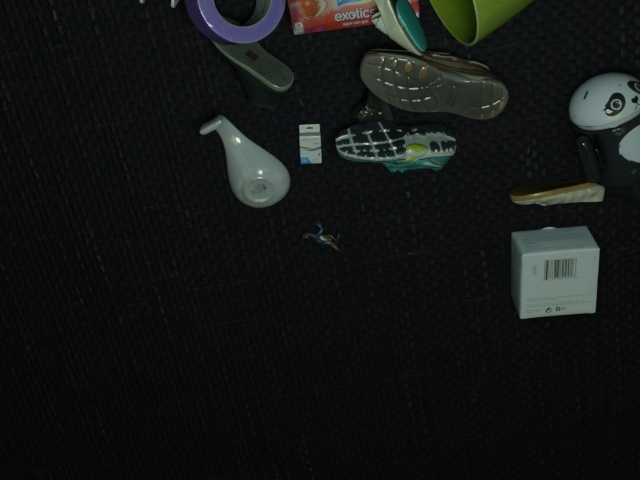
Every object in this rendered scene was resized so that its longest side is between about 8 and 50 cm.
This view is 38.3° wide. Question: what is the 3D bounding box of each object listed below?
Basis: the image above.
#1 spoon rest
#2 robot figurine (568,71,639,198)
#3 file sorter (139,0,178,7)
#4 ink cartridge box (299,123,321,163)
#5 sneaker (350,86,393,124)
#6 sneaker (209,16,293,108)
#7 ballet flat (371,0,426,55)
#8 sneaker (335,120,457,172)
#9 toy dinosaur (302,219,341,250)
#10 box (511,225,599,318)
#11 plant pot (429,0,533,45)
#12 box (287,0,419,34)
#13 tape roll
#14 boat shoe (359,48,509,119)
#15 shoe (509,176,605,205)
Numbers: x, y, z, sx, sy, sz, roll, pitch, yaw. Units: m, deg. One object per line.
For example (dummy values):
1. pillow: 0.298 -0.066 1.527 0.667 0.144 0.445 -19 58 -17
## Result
1. spoon rest: -0.170 -0.179 2.057 0.137 0.084 0.276 -25 129 14
2. robot figurine: 0.640 -0.225 1.976 0.174 0.209 0.278 -16 118 22
3. file sorter: -0.389 -0.574 1.778 0.278 0.173 0.192 10 118 -7
4. ink cartridge box: -0.023 -0.215 2.056 0.048 0.028 0.083 -3 118 1
5. sneaker: 0.104 -0.292 2.002 0.089 0.051 0.170 -17 125 5
6. sneaker: -0.165 -0.367 1.945 0.222 0.083 0.118 42 152 2
7. ballet flat: 0.122 -0.458 1.762 0.086 0.086 0.248 -23 114 11
8. sneaker: 0.163 -0.188 2.013 0.276 0.107 0.110 2 144 -16
9. toy dinosaur: 0.000 0.000 2.167 0.082 0.047 0.090 3 131 18
10. box: 0.547 0.074 2.167 0.181 0.119 0.181 -5 119 2
11. plant pot: 0.361 -0.561 1.768 0.294 0.275 0.274 -27 116 -4
12. box: 0.062 -0.500 1.846 0.257 0.128 0.122 -7 117 3
13. tape roll: -0.169 -0.486 1.832 0.189 0.080 0.188 -5 102 -26
14. boat shoe: 0.234 -0.341 1.944 0.325 0.116 0.123 13 129 -14
15. shoe: 0.540 -0.103 2.096 0.219 0.076 0.058 -8 113 2
